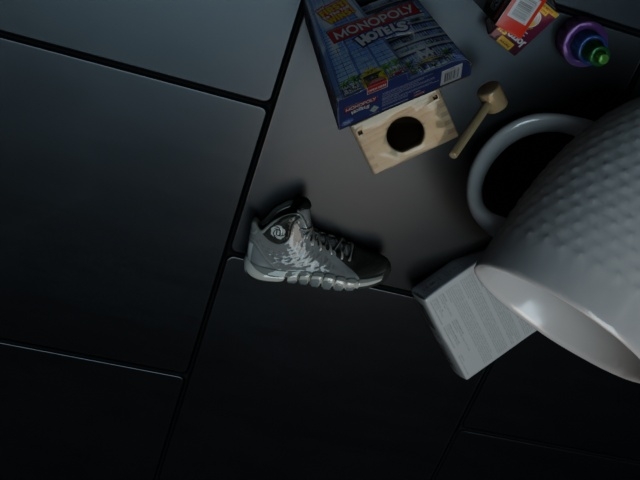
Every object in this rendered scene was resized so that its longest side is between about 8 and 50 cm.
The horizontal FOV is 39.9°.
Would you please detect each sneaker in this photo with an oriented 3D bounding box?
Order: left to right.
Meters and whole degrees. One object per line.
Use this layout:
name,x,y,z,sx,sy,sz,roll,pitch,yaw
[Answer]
sneaker,0.000,0.000,1.331,0.229,0.086,0.132,2,117,-6

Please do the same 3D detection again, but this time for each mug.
mug,0.377,-0.042,1.213,0.328,0.374,0.276,-54,152,-7

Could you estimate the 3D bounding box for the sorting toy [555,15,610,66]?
sorting toy,0.377,-0.390,1.126,0.127,0.126,0.365,0,119,-6

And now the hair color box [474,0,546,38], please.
hair color box,0.243,-0.320,1.140,0.043,0.141,0.072,24,114,-18

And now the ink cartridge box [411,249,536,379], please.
ink cartridge box,0.286,0.094,1.446,0.232,0.066,0.189,-36,119,-10

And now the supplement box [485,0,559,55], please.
supplement box,0.274,-0.304,1.200,0.055,0.043,0.083,31,127,-22

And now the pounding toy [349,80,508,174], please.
pounding toy,0.141,-0.181,1.185,0.206,0.181,0.094,-25,119,8

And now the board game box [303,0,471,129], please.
board game box,0.065,-0.260,1.144,0.194,0.194,0.060,-24,149,-12
